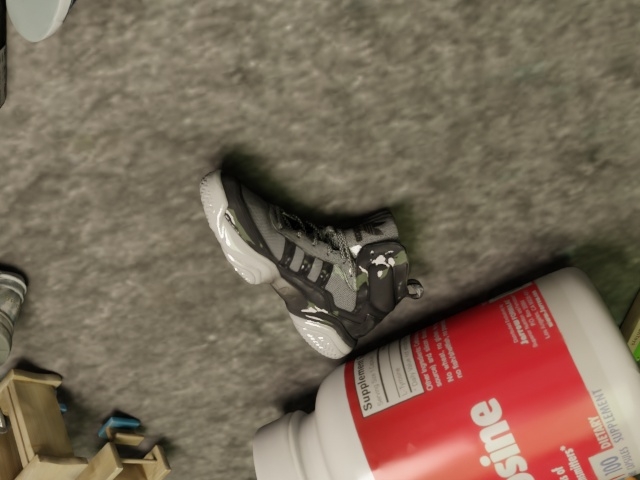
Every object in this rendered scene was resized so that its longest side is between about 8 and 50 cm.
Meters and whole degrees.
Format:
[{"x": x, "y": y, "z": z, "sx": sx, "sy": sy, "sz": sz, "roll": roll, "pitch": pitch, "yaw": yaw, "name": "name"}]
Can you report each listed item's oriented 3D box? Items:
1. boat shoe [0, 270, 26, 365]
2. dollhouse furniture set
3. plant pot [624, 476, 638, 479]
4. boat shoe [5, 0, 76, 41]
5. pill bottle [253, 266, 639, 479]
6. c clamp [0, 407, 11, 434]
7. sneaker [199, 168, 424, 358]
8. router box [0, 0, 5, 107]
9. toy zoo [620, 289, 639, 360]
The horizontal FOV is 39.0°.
[{"x": -0.481, "y": 0.072, "z": 0.960, "sx": 0.320, "sy": 0.103, "sz": 0.118, "roll": 2, "pitch": 136, "yaw": 1, "name": "boat shoe"}, {"x": -0.304, "y": 0.253, "z": 1.069, "sx": 0.129, "sy": 0.129, "sz": 0.183, "roll": -46, "pitch": 142, "yaw": 20, "name": "dollhouse furniture set"}, {"x": 0.272, "y": 0.421, "z": 1.110, "sx": 0.291, "sy": 0.291, "sz": 0.203, "roll": -2, "pitch": 136, "yaw": -3, "name": "plant pot"}, {"x": -0.219, "y": -0.253, "z": 0.813, "sx": 0.065, "sy": 0.083, "sz": 0.183, "roll": 49, "pitch": 136, "yaw": 3, "name": "boat shoe"}, {"x": 0.143, "y": 0.209, "z": 0.995, "sx": 0.407, "sy": 0.229, "sz": 0.229, "roll": -25, "pitch": 117, "yaw": 10, "name": "pill bottle"}, {"x": -0.371, "y": 0.203, "z": 0.956, "sx": 0.137, "sy": 0.022, "sz": 0.161, "roll": 47, "pitch": 125, "yaw": 11, "name": "c clamp"}, {"x": 0.000, "y": 0.000, "z": 0.947, "sx": 0.153, "sy": 0.101, "sz": 0.268, "roll": -32, "pitch": 122, "yaw": 12, "name": "sneaker"}, {"x": -0.362, "y": -0.213, "z": 0.832, "sx": 0.133, "sy": 0.046, "sz": 0.179, "roll": 8, "pitch": 117, "yaw": -8, "name": "router box"}, {"x": 0.502, "y": 0.132, "z": 1.090, "sx": 0.293, "sy": 0.030, "sz": 0.192, "roll": 11, "pitch": 117, "yaw": -10, "name": "toy zoo"}]
